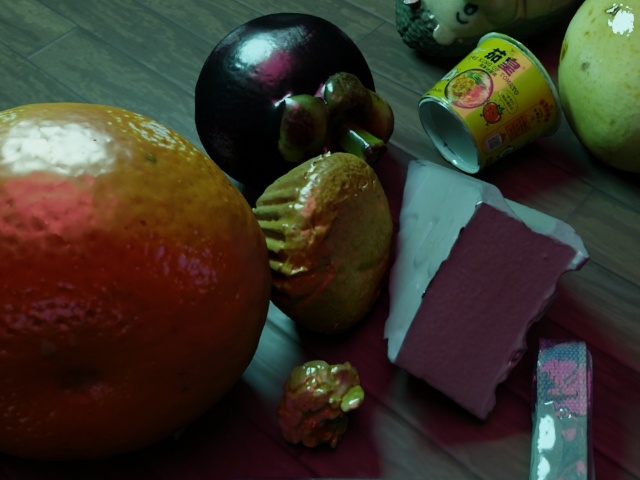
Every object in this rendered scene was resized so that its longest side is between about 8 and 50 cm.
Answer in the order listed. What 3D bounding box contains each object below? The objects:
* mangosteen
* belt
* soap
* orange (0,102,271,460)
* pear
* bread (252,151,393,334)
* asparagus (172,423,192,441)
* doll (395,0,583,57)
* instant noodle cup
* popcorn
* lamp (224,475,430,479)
[{"bbox_3d":[-0.025,-0.179,1.216,0.275,0.275,0.302,-38,51,-25],"label":"mangosteen"},{"bbox_3d":[0.267,0.242,0.958,0.072,0.087,0.302,8,51,6],"label":"belt"},{"bbox_3d":[0.168,0.048,1.119,0.159,0.258,0.302,24,7,-14],"label":"soap"},{"bbox_3d":[-0.269,0.041,0.952,0.424,0.424,0.326,-10,43,-4],"label":"orange"},{"bbox_3d":[0.489,-0.240,1.222,0.309,0.309,0.309,-2,50,2],"label":"pear"},{"bbox_3d":[0.002,-0.001,1.092,0.139,0.240,0.240,12,51,28],"label":"bread"},{"bbox_3d":[-0.153,0.202,1.065,0.025,0.021,0.108,19,54,17],"label":"asparagus"},{"bbox_3d":[0.287,-0.435,1.429,0.349,0.247,0.247,-30,54,-8],"label":"doll"},{"bbox_3d":[0.241,-0.192,1.277,0.144,0.182,0.182,-36,56,-12],"label":"instant noodle cup"},{"bbox_3d":[-0.001,0.191,1.017,0.109,0.097,0.089,-24,48,3],"label":"popcorn"},{"bbox_3d":[0.009,0.377,0.890,0.269,0.047,0.266,0,52,4],"label":"lamp"}]
